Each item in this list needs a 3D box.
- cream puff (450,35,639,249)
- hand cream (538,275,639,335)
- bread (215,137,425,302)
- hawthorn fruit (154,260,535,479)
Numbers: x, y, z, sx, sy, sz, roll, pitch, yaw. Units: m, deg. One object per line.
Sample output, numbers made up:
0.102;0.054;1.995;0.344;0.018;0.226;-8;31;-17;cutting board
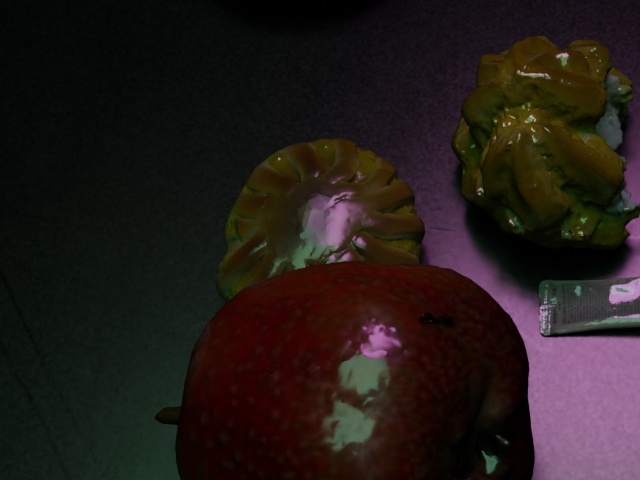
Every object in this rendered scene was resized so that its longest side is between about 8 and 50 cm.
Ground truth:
0.206;-0.103;1.620;0.194;0.195;0.221;-4;61;7;cream puff
0.286;0.058;1.612;0.165;0.037;0.057;-5;64;15;hand cream
0.000;0.000;1.643;0.213;0.105;0.213;-2;64;5;bread
0.002;0.159;1.491;0.368;0.285;0.285;-5;62;30;hawthorn fruit
